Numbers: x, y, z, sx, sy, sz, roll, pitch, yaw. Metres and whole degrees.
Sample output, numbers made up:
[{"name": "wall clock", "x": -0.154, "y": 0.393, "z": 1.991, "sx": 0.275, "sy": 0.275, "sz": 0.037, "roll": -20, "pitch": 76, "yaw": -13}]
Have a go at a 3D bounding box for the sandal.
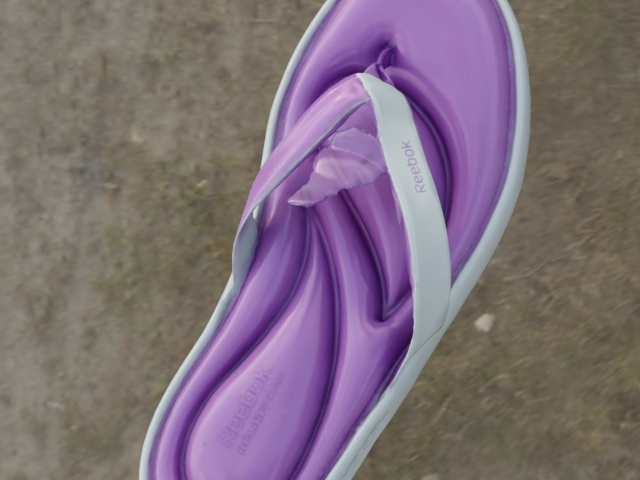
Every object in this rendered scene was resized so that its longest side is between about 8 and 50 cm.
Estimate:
[{"name": "sandal", "x": 0.015, "y": 0.004, "z": 0.923, "sx": 0.169, "sy": 0.102, "sz": 0.416, "roll": 18, "pitch": 82, "yaw": 14}]
